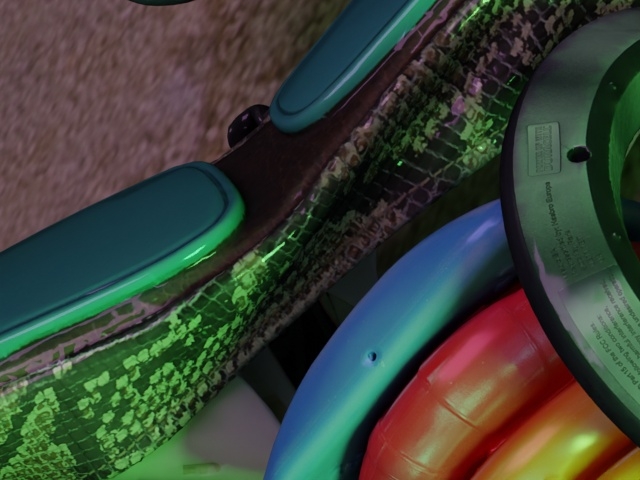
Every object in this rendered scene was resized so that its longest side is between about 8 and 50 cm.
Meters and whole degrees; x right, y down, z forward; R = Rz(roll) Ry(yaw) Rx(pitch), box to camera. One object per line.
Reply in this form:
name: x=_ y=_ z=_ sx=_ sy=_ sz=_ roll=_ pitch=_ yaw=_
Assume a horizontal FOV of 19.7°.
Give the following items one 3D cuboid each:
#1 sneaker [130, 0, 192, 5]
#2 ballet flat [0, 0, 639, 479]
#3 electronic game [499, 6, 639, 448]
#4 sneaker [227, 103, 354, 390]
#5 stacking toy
sneaker: x=-0.003 y=-0.191 z=0.815 sx=0.350 sy=0.131 sz=0.148 roll=-35 pitch=29 yaw=37
ballet flat: x=0.000 y=0.000 z=0.830 sx=0.483 sy=0.182 sz=0.164 roll=-38 pitch=18 yaw=0
electronic game: x=0.172 y=0.005 z=0.696 sx=0.048 sy=0.229 sz=0.229 roll=128 pitch=141 yaw=-50
sneaker: x=-0.029 y=0.012 z=0.929 sx=0.072 sy=0.077 sz=0.178 roll=-18 pitch=60 yaw=31
stacking toy: x=0.141 y=0.132 z=0.708 sx=0.302 sy=0.166 sz=0.175 roll=48 pitch=112 yaw=26
